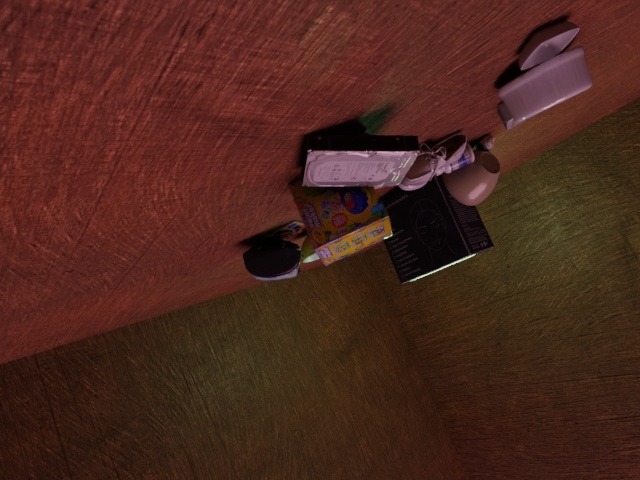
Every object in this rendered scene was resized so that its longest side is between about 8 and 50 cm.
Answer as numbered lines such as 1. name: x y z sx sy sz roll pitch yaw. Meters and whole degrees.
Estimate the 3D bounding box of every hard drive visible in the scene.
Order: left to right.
1. hard drive: 0.114 -0.244 1.298 0.338 0.064 0.237 -2 162 -9

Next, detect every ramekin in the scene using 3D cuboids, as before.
1. ramekin: 0.761 -0.516 1.394 0.276 0.135 0.277 -26 -177 1

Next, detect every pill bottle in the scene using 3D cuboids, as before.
1. pill bottle: 0.624 -0.386 1.965 0.186 0.112 0.112 -25 170 6

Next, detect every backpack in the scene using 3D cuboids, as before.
1. backpack: -0.226 0.101 2.145 0.289 0.274 0.355 -9 -165 -2

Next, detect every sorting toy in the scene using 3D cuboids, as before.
1. sorting toy: -0.163 -0.046 2.093 0.274 0.047 0.132 -26 170 15

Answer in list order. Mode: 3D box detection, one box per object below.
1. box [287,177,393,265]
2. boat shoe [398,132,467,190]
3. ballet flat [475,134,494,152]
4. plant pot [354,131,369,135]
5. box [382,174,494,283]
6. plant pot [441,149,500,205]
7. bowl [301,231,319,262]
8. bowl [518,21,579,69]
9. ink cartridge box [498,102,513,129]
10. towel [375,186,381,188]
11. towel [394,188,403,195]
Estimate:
1. box: 0.073 -0.111 1.504 0.278 0.290 0.177 -25 154 4
2. boat shoe: 0.483 -0.351 1.745 0.366 0.136 0.156 -30 162 -13
3. ballet flat: 0.856 -0.482 2.119 0.077 0.091 0.241 -51 169 9
4. plant pot: 0.115 -0.298 1.353 0.083 0.081 0.081 -9 165 -21
5. box: 0.608 -0.071 2.300 0.297 0.473 0.479 -12 166 -43
6. plant pot: 0.785 -0.343 2.073 0.283 0.285 0.191 -18 168 -30
7. bowl: 0.000 0.000 2.390 0.289 0.156 0.289 -24 170 -4
8. bowl: 0.664 -0.582 1.217 0.141 0.053 0.142 -23 171 -5
9. ink cartridge box: 0.840 -0.553 1.675 0.208 0.087 0.153 -29 169 22
10. towel: 0.285 -0.291 1.861 0.282 0.049 0.187 -17 168 -36
11. towel: 0.622 -0.353 2.357 0.311 0.056 0.324 -12 167 -38
